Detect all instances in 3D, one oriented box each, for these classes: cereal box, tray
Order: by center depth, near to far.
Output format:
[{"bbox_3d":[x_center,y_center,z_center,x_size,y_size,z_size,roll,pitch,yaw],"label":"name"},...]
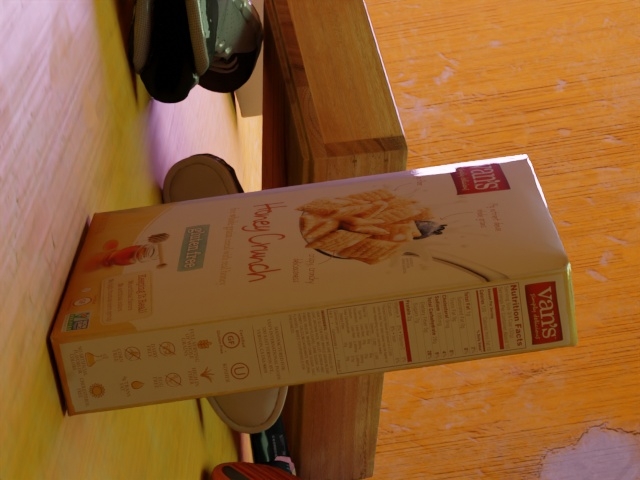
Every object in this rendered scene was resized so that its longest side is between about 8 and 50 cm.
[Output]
[{"bbox_3d":[-0.002,0.016,0.859,0.173,0.240,0.047,-92,173,-70],"label":"cereal box"},{"bbox_3d":[0.000,0.000,1.390,0.411,0.076,0.203,94,-14,-49],"label":"tray"}]

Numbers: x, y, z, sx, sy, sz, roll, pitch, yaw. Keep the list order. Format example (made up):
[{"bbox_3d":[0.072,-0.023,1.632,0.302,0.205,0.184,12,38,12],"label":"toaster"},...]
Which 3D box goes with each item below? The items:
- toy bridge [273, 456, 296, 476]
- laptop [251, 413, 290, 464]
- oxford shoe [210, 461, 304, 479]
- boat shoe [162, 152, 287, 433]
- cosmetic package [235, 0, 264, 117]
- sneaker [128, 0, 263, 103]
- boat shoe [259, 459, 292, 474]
[{"bbox_3d":[-0.026,0.282,1.543,0.063,0.026,0.188,-53,139,-51],"label":"toy bridge"},{"bbox_3d":[-0.049,0.183,1.710,0.264,0.136,0.234,5,74,-61],"label":"laptop"},{"bbox_3d":[-0.003,0.243,1.294,0.097,0.098,0.271,30,-4,44],"label":"oxford shoe"},{"bbox_3d":[-0.064,0.036,1.263,0.065,0.075,0.206,-53,129,-82],"label":"boat shoe"},{"bbox_3d":[-0.082,-0.371,1.918,0.284,0.097,0.377,73,9,-59],"label":"cosmetic package"},{"bbox_3d":[-0.098,-0.139,1.231,0.229,0.086,0.132,76,19,-60],"label":"sneaker"},{"bbox_3d":[-0.004,0.309,1.441,0.109,0.089,0.258,48,32,-85],"label":"boat shoe"}]
